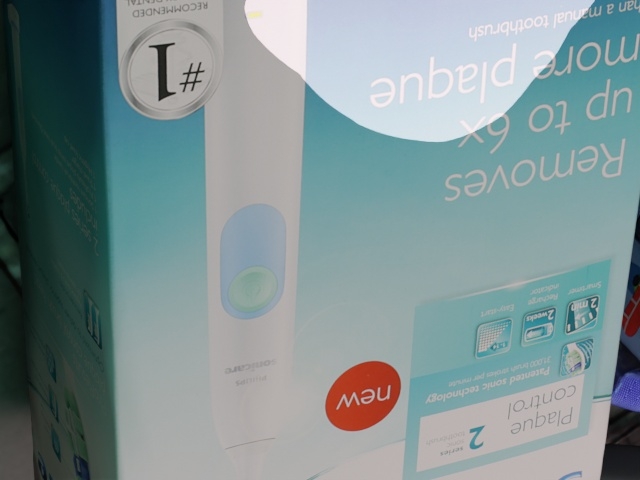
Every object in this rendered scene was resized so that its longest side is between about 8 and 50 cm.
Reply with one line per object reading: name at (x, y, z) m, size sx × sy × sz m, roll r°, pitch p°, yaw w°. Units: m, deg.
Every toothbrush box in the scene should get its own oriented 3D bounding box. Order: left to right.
toothbrush box at (0.000, 0.000, 0.659) m, size 0.216 × 0.126 × 0.295 m, roll -10°, pitch 123°, yaw -23°

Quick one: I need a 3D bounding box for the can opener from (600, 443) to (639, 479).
can opener at (0.258, 0.134, 0.902) m, size 0.283 × 0.095 × 0.076 m, roll 2°, pitch 125°, yaw 16°

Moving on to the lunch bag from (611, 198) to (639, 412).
lunch bag at (0.215, -0.044, 0.732) m, size 0.138 × 0.221 × 0.293 m, roll 25°, pitch 106°, yaw -33°
